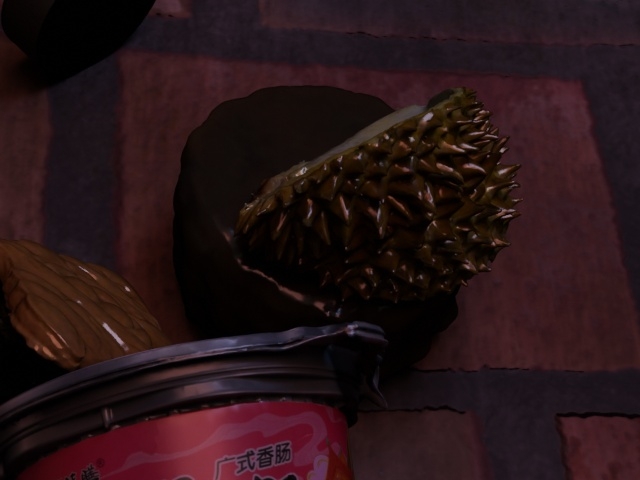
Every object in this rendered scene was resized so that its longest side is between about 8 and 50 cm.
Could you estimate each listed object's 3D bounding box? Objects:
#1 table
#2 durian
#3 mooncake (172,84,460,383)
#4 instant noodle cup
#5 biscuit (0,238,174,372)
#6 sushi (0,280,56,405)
[{"bbox_3d":[-0.185,-0.193,1.380,0.133,0.133,0.043,-35,68,-30],"label":"table"},{"bbox_3d":[0.053,-0.035,1.202,0.252,0.144,0.139,-35,32,-29],"label":"durian"},{"bbox_3d":[0.000,0.000,1.285,0.228,0.124,0.228,8,48,-9],"label":"mooncake"},{"bbox_3d":[-0.073,0.184,1.075,0.258,0.302,0.182,7,62,-46],"label":"instant noodle cup"},{"bbox_3d":[-0.152,0.048,1.171,0.162,0.250,0.035,41,95,-3],"label":"biscuit"},{"bbox_3d":[-0.288,0.098,1.152,0.225,0.124,0.127,-18,60,-29],"label":"sushi"}]
